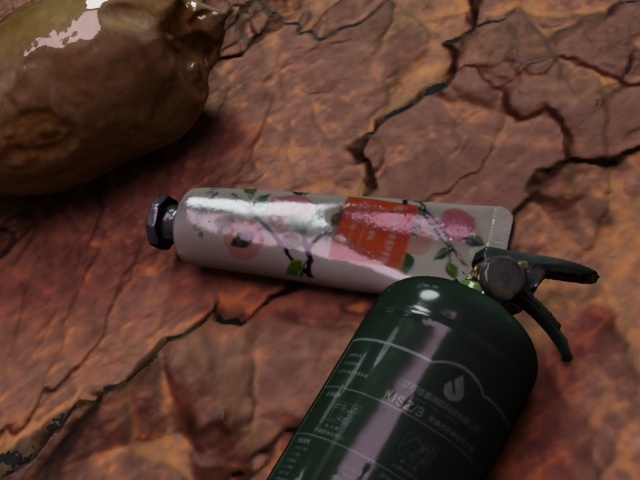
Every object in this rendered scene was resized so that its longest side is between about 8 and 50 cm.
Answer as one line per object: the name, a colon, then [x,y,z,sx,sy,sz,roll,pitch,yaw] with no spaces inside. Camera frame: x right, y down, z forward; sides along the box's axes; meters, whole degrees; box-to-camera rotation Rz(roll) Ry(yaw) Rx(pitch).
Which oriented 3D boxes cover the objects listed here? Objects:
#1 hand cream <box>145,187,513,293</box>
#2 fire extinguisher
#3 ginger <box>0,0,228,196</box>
hand cream: [0.000,0.000,0.654,0.234,0.050,0.080,6,53,19]
fire extinguisher: [0.037,0.117,0.518,0.114,0.095,0.311,32,69,-2]
ginger: [-0.192,-0.109,0.756,0.267,0.138,0.152,-11,46,21]
